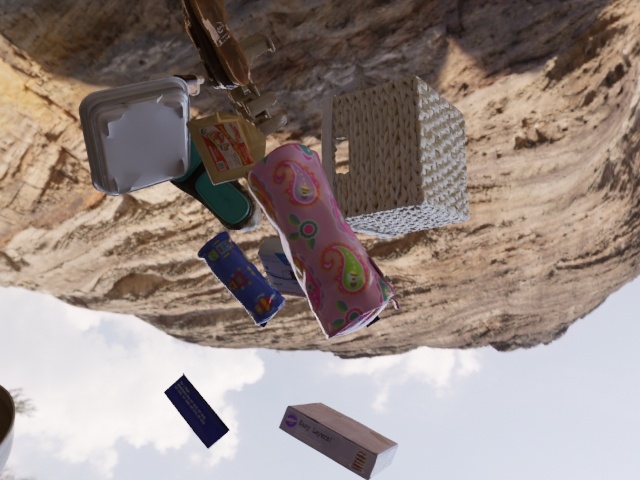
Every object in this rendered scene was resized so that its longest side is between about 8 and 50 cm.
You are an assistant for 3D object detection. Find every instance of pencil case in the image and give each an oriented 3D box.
[{"bbox_3d":[-0.234,0.116,1.535,0.119,0.133,0.306,-42,-92,7],"label":"pencil case"},{"bbox_3d":[0.000,0.000,0.738,0.124,0.124,0.284,-31,-101,11],"label":"pencil case"}]

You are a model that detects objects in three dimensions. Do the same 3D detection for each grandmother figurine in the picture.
[{"bbox_3d":[-0.486,-0.499,1.652,0.207,0.104,0.342,-33,-166,4],"label":"grandmother figurine"}]

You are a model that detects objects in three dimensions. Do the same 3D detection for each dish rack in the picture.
[{"bbox_3d":[-0.467,-0.256,1.348,0.285,0.333,0.072,-23,-122,-29],"label":"dish rack"}]

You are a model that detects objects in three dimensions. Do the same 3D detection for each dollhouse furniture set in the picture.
[{"bbox_3d":[-0.189,-0.474,1.544,0.161,0.242,0.212,-34,-142,-9],"label":"dollhouse furniture set"}]

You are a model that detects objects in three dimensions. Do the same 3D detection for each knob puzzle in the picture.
[{"bbox_3d":[-0.223,-0.238,1.287,0.030,0.213,0.213,-32,-133,55],"label":"knob puzzle"}]

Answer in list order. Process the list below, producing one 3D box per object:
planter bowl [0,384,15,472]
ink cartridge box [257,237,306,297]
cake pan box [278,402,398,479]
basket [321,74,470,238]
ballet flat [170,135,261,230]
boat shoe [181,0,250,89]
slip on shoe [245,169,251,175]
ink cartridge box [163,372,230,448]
[{"bbox_3d":[-0.435,0.250,0.578,0.162,0.162,0.109,35,-53,35],"label":"planter bowl"},{"bbox_3d":[-0.100,0.088,1.620,0.139,0.191,0.082,4,-138,25],"label":"ink cartridge box"},{"bbox_3d":[0.049,0.499,1.302,0.266,0.246,0.070,22,-98,23],"label":"cake pan box"},{"bbox_3d":[0.198,-0.191,1.286,0.266,0.331,0.329,-7,-100,34],"label":"basket"},{"bbox_3d":[-0.364,-0.197,1.589,0.483,0.182,0.164,44,-90,12],"label":"ballet flat"},{"bbox_3d":[-0.186,-0.342,0.821,0.073,0.207,0.073,4,-142,32],"label":"boat shoe"},{"bbox_3d":[-0.139,-0.134,1.207,0.041,0.052,0.135,-24,-145,-16],"label":"slip on shoe"},{"bbox_3d":[-0.293,0.407,1.209,0.065,0.333,0.165,-38,-98,-22],"label":"ink cartridge box"}]
